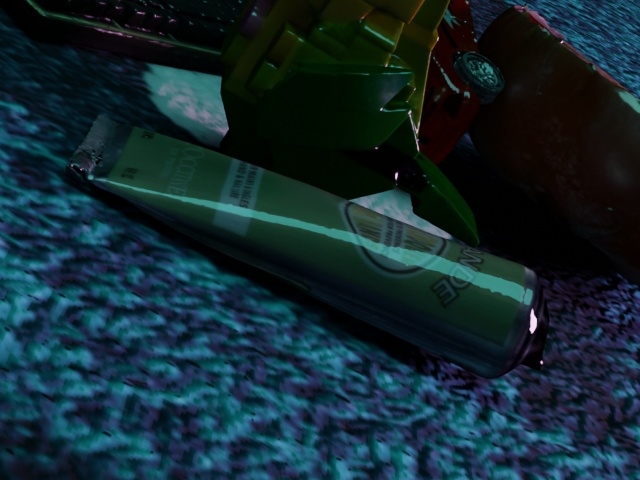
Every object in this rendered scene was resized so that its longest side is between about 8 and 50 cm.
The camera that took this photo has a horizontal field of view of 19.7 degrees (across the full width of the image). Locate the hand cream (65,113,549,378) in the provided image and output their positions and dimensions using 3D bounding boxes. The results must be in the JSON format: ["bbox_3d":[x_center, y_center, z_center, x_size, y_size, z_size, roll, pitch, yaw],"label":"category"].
[{"bbox_3d":[0.000,0.000,0.838,0.235,0.055,0.086,24,17,-5],"label":"hand cream"}]

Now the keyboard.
[{"bbox_3d":[-0.072,-0.128,1.059,0.106,0.027,0.317,44,21,29],"label":"keyboard"}]

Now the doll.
[{"bbox_3d":[0.018,-0.091,0.902,0.134,0.186,0.106,3,23,0],"label":"doll"}]

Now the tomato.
[{"bbox_3d":[0.173,-0.043,1.110,0.237,0.095,0.237,39,9,-7],"label":"tomato"}]

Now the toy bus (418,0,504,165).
[{"bbox_3d":[0.042,-0.124,1.088,0.089,0.081,0.195,25,36,-24],"label":"toy bus"}]
